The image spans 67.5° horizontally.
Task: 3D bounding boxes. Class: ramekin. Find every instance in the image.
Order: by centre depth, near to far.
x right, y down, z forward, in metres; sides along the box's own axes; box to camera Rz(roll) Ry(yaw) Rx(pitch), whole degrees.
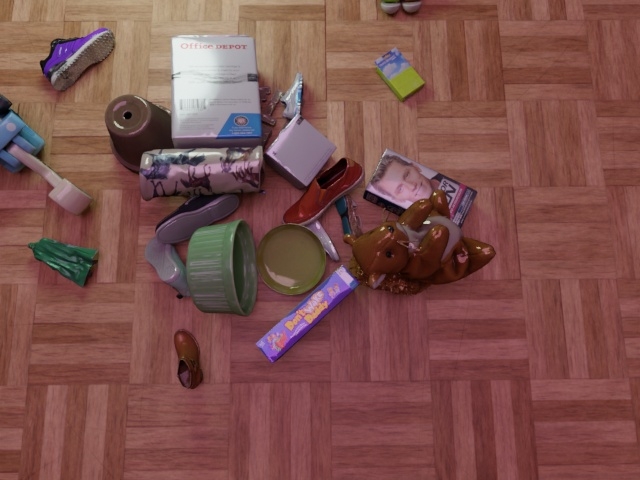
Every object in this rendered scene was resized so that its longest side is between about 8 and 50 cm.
[{"bbox_3d":[-0.305,0.089,1.512,0.148,0.303,0.304,-4,79,6],"label":"ramekin"}]

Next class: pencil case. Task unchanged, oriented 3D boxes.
[{"bbox_3d":[-0.383,-0.217,1.557,0.409,0.183,0.160,-4,72,-6],"label":"pencil case"}]

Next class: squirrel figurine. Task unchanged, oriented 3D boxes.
[{"bbox_3d":[0.239,0.057,1.458,0.370,0.397,0.281,-12,62,-35],"label":"squirrel figurine"}]

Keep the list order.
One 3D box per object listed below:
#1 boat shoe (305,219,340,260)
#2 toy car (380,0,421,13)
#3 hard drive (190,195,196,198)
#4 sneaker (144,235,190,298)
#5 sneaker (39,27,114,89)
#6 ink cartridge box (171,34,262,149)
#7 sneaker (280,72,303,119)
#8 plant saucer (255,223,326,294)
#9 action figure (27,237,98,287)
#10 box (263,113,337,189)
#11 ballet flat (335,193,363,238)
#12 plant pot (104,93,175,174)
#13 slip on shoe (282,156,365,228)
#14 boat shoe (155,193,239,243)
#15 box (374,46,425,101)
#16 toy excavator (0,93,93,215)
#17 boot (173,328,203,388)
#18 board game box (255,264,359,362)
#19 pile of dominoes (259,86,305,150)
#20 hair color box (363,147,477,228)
[{"bbox_3d":[0.000,0.000,1.647,0.063,0.066,0.184,-34,82,4],"label":"boat shoe"},{"bbox_3d":[0.301,-0.954,1.802,0.181,0.159,0.136,-4,45,-1],"label":"toy car"},{"bbox_3d":[-0.456,-0.208,1.700,0.135,0.022,0.094,37,81,6],"label":"hard drive"},{"bbox_3d":[-0.499,0.092,1.612,0.094,0.151,0.256,-36,47,-4],"label":"sneaker"},{"bbox_3d":[-0.901,-0.698,1.748,0.293,0.102,0.146,-44,82,-8],"label":"sneaker"},{"bbox_3d":[-0.354,-0.487,1.642,0.285,0.166,0.395,-3,73,-9],"label":"ink cartridge box"},{"bbox_3d":[-0.104,-0.524,1.729,0.082,0.071,0.191,4,72,3],"label":"sneaker"},{"bbox_3d":[-0.098,0.062,1.622,0.240,0.037,0.241,0,94,7],"label":"plant saucer"},{"bbox_3d":[-0.882,0.054,1.625,0.232,0.063,0.137,22,82,0],"label":"action figure"},{"bbox_3d":[-0.075,-0.302,1.652,0.182,0.119,0.181,39,81,-10],"label":"box"},{"bbox_3d":[0.101,-0.093,1.671,0.067,0.073,0.206,-8,81,-30],"label":"ballet flat"},{"bbox_3d":[-0.613,-0.379,1.628,0.262,0.229,0.263,0,78,0],"label":"plant pot"},{"bbox_3d":[-0.005,-0.163,1.619,0.331,0.101,0.123,-37,44,12],"label":"slip on shoe"},{"bbox_3d":[-0.424,-0.092,1.620,0.302,0.114,0.091,-27,52,-25],"label":"boat shoe"},{"bbox_3d":[0.290,-0.614,1.774,0.109,0.042,0.178,-35,81,-8],"label":"box"},{"bbox_3d":[-1.011,-0.298,1.627,0.222,0.445,0.432,-51,43,-8],"label":"toy excavator"},{"bbox_3d":[-0.429,0.374,1.523,0.072,0.152,0.197,-25,81,-5],"label":"boot"},{"bbox_3d":[-0.037,0.234,1.514,0.347,0.233,0.078,-42,83,-8],"label":"board game box"},{"bbox_3d":[-0.194,-0.444,1.753,0.195,0.040,0.251,24,72,4],"label":"pile of dominoes"},{"bbox_3d":[0.340,-0.158,1.658,0.347,0.105,0.174,26,80,5],"label":"hair color box"}]
